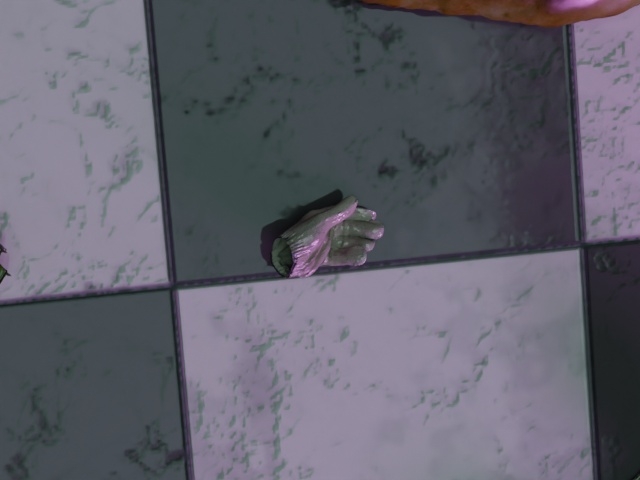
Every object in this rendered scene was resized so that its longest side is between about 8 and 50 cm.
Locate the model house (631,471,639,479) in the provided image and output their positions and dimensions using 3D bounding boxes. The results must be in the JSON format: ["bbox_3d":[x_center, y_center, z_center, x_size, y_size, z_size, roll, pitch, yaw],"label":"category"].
[{"bbox_3d":[0.272,0.189,1.092,0.117,0.088,0.167,-44,102,-4],"label":"model house"}]

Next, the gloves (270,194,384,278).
[{"bbox_3d":[0.000,-0.002,1.047,0.081,0.037,0.044,-10,135,-24],"label":"gloves"}]

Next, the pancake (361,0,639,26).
[{"bbox_3d":[0.053,-0.278,1.014,0.427,0.067,0.305,44,85,-10],"label":"pancake"}]

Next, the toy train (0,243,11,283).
[{"bbox_3d":[-0.264,-0.013,0.990,0.202,0.060,0.081,33,82,-12],"label":"toy train"}]
